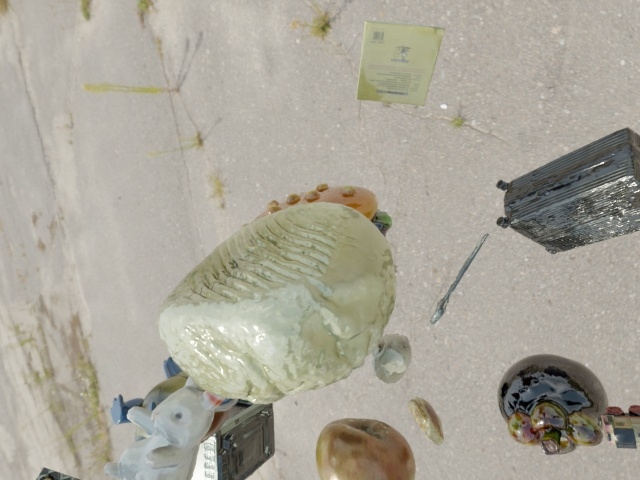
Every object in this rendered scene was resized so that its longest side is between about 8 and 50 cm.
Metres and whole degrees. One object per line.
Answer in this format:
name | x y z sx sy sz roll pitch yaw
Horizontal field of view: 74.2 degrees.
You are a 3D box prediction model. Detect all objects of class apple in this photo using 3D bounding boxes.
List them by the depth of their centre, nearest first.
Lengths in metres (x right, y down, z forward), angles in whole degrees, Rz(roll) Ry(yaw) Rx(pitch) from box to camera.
apple | 0.109 0.572 1.088 0.261 0.261 0.193 -5 79 45

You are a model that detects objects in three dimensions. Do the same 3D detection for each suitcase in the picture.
suitcase | 0.637 -0.105 1.023 0.335 0.230 0.152 -31 42 56

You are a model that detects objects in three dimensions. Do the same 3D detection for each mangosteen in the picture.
mangosteen | 0.620 0.454 1.140 0.275 0.302 0.274 11 116 24

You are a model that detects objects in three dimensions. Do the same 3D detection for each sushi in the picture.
sushi | -0.716 0.688 1.121 0.120 0.126 0.026 37 152 -23

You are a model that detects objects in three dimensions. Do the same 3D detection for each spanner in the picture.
spanner | 0.423 0.116 1.292 0.026 0.093 0.325 32 88 12

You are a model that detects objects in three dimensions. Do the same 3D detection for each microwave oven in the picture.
microwave oven | -0.286 0.641 1.352 0.181 0.295 0.237 -4 88 26

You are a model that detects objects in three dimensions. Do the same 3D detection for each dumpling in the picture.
dumpling | 0.268 0.432 1.538 0.142 0.247 0.172 3 94 42

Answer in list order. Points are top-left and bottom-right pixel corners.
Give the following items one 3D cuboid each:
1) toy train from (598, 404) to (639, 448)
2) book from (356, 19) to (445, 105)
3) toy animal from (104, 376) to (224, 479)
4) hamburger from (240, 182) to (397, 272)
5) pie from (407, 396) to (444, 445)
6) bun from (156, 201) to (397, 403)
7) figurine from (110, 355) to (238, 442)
toy train | 0.606 0.350 0.793 0.138 0.087 0.050 -11 95 25
book | 0.172 -0.392 0.951 0.192 0.168 0.013 94 -178 -54
toy animal | -0.254 0.322 0.729 0.141 0.138 0.282 27 96 45
hamburger | 0.000 0.000 1.114 0.396 0.396 0.277 -3 112 44
pie | 0.436 0.728 1.721 0.084 0.205 0.179 -38 32 5
bun | -0.055 0.103 0.653 0.227 0.353 0.349 63 165 -23
figurine | -0.312 0.388 0.980 0.298 0.416 0.243 -22 115 43
